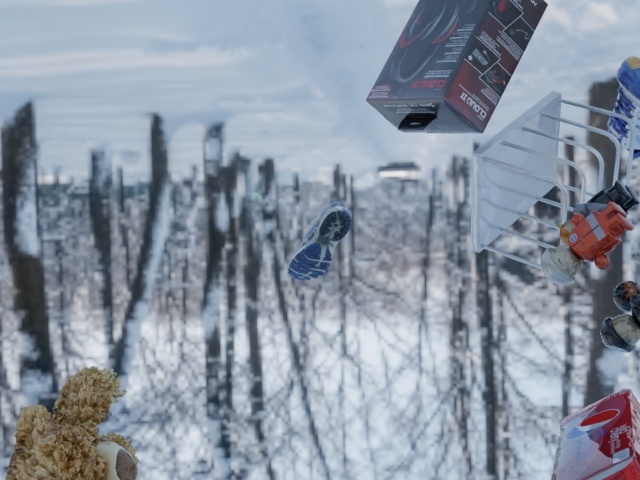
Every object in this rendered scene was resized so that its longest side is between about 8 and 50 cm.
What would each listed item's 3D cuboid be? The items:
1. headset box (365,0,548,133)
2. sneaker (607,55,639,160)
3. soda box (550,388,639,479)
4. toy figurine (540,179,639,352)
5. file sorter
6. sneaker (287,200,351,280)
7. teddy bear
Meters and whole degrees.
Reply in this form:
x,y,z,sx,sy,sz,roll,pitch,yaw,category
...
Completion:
x,y,z,sx,sy,sz,roll,pitch,yaw,category
0.223,-0.306,1.887,0.110,0.293,0.218,36,166,-31,headset box
0.579,-0.223,2.011,0.131,0.112,0.296,-32,146,17,sneaker
0.272,0.217,1.015,0.083,0.092,0.263,-31,177,16,soda box
0.437,0.037,1.629,0.148,0.213,0.209,-43,-177,25,toy figurine
0.403,-0.101,1.905,0.173,0.193,0.277,21,-140,32,file sorter
0.000,0.000,1.572,0.052,0.135,0.058,31,-155,-18,sneaker
-0.228,0.263,1.138,0.113,0.245,0.338,5,143,1,teddy bear
